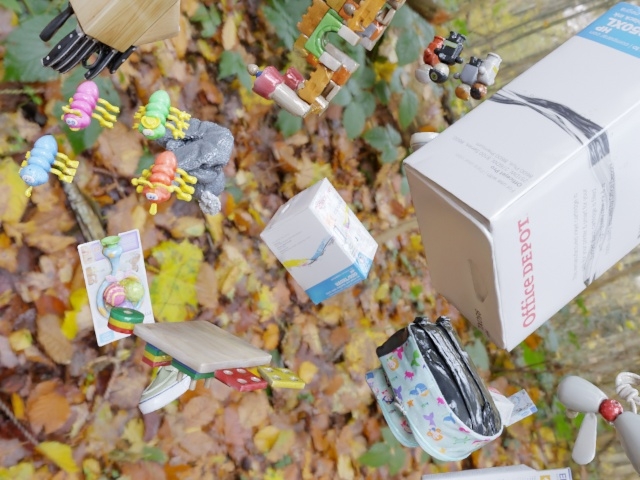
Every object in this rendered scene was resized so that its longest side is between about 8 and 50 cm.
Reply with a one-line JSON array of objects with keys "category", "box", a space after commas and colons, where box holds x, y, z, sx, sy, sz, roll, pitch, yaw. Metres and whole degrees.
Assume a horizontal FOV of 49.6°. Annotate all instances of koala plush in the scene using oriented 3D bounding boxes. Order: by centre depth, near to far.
[{"category": "koala plush", "box": [-0.306, -0.181, 1.783, 0.221, 0.203, 0.196, 80, -2, -51]}]

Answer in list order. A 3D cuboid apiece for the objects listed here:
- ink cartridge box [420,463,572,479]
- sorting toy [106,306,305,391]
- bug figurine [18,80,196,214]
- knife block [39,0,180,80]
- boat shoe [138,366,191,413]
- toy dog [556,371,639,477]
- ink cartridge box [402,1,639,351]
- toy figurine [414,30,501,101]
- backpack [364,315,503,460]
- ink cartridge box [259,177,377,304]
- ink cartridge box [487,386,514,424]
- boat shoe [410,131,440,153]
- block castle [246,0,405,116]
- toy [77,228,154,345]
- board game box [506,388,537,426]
[{"category": "ink cartridge box", "box": [0.408, 0.676, 1.547, 0.071, 0.330, 0.324, 25, 57, -83]}, {"category": "sorting toy", "box": [-0.150, 0.154, 0.901, 0.132, 0.274, 0.046, 6, 102, -55]}, {"category": "bug figurine", "box": [-0.329, -0.151, 1.081, 0.072, 0.279, 0.216, 94, 3, -64]}, {"category": "knife block", "box": [-0.360, -0.393, 1.157, 0.088, 0.242, 0.276, 61, -25, 18]}, {"category": "boat shoe", "box": [-0.370, 0.334, 1.795, 0.094, 0.109, 0.302, 60, 37, -7]}, {"category": "toy dog", "box": [0.619, 0.417, 1.380, 0.334, 0.220, 0.161, -117, -149, -64]}, {"category": "ink cartridge box", "box": [0.327, -0.082, 0.933, 0.166, 0.395, 0.285, 43, -16, 41]}, {"category": "toy figurine", "box": [0.400, -0.497, 2.024, 0.209, 0.148, 0.213, 24, 5, -16]}, {"category": "backpack", "box": [0.225, 0.298, 1.338, 0.225, 0.191, 0.253, 11, 38, -54]}, {"category": "ink cartridge box", "box": [0.000, 0.000, 1.742, 0.233, 0.168, 0.171, 51, 30, -15]}, {"category": "ink cartridge box", "box": [0.377, 0.390, 1.664, 0.099, 0.135, 0.056, -137, -121, -71]}, {"category": "boat shoe", "box": [0.217, -0.123, 1.227, 0.227, 0.079, 0.081, 29, 66, -61]}, {"category": "block castle", "box": [0.016, -0.560, 1.862, 0.213, 0.453, 0.303, 39, 19, 2]}, {"category": "toy", "box": [-0.430, 0.107, 1.501, 0.136, 0.056, 0.237, -19, 112, -35]}, {"category": "board game box", "box": [0.504, 0.432, 1.791, 0.020, 0.090, 0.090, 60, 6, -14]}]
